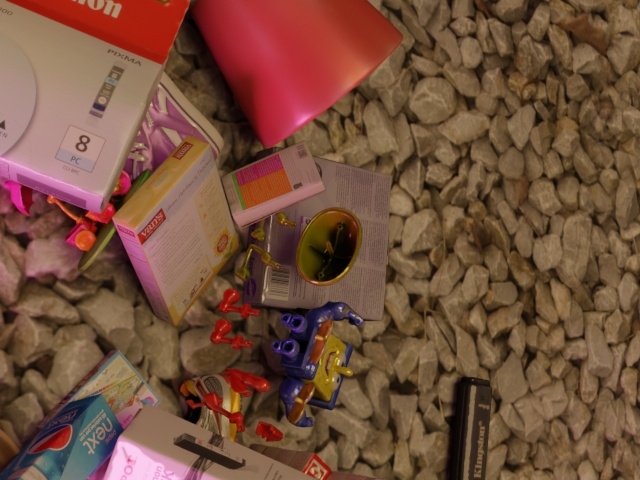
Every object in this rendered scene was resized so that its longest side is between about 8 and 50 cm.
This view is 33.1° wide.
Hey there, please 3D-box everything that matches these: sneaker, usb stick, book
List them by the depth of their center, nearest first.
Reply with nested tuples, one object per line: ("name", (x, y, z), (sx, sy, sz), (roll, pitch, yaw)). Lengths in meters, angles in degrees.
("sneaker", (-0.275, -0.167, 1.560), (0.282, 0.102, 0.161), (43, 66, -25))
("sneaker", (-0.175, 0.310, 1.603), (0.092, 0.088, 0.225), (6, 74, -28))
("book", (-0.074, -0.089, 1.647), (0.035, 0.144, 0.096), (63, 5, -52))
("usb stick", (0.267, 0.386, 1.929), (0.077, 0.045, 0.278), (13, 77, -33))

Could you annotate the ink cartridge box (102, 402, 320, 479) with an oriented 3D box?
("ink cartridge box", (-0.164, 0.372, 1.455), (0.272, 0.114, 0.197), (23, 107, 5))

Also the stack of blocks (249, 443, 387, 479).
("stack of blocks", (0.008, 0.396, 1.585), (0.171, 0.297, 0.087), (49, 61, -23))

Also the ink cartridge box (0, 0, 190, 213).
("ink cartridge box", (-0.362, -0.267, 1.439), (0.308, 0.091, 0.385), (21, 73, -6))

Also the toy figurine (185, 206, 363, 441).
("toy figurine", (-0.029, 0.150, 1.641), (0.217, 0.191, 0.363), (53, 48, -55))

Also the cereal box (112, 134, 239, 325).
("cereal box", (-0.200, -0.011, 1.547), (0.173, 0.047, 0.240), (-52, 152, -28))

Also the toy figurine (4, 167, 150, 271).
("toy figurine", (-0.347, -0.071, 1.481), (0.159, 0.130, 0.173), (35, 97, -17))

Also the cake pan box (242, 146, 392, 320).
("cake pan box", (0.000, 0.000, 1.761), (0.245, 0.070, 0.267), (9, 80, -33))

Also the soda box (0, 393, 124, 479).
("soda box", (-0.345, 0.290, 1.399), (0.071, 0.067, 0.210), (63, 31, -15))

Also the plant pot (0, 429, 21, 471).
("plant pot", (-0.473, 0.342, 1.336), (0.237, 0.109, 0.237), (32, 50, -48))

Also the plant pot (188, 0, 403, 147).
("plant pot", (-0.053, -0.319, 1.650), (0.243, 0.275, 0.275), (51, 60, -11))

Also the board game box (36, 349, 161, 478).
("board game box", (-0.313, 0.246, 1.535), (0.154, 0.026, 0.103), (-47, 111, -29))
